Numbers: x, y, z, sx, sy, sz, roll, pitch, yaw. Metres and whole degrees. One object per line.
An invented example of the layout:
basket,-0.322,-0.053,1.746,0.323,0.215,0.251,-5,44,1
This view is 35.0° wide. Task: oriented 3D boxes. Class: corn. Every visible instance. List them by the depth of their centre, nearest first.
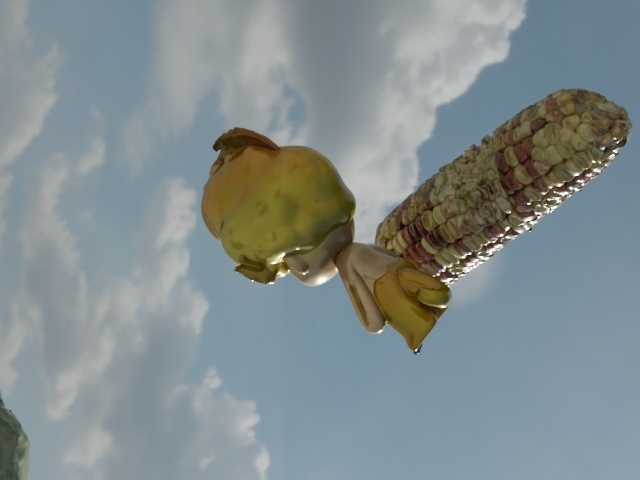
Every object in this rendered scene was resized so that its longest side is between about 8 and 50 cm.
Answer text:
corn,0.157,-0.042,0.923,0.290,0.098,0.098,-41,-126,43

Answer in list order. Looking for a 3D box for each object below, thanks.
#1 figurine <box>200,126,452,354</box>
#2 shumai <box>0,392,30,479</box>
figurine,0.000,0.000,0.876,0.246,0.156,0.131,33,-53,7
shumai,-0.407,0.180,0.723,0.309,0.304,0.263,-48,179,11
